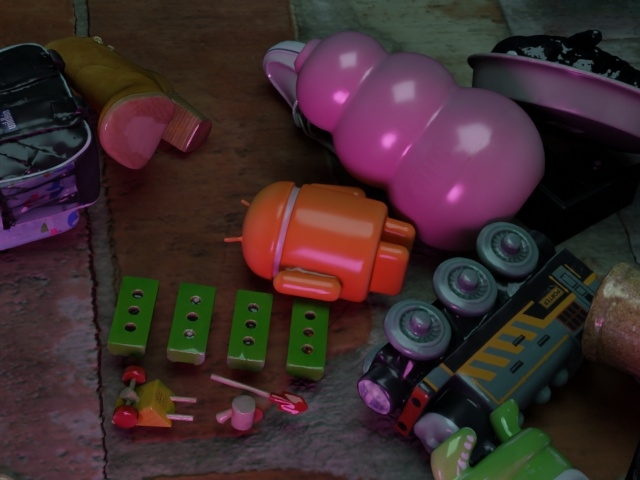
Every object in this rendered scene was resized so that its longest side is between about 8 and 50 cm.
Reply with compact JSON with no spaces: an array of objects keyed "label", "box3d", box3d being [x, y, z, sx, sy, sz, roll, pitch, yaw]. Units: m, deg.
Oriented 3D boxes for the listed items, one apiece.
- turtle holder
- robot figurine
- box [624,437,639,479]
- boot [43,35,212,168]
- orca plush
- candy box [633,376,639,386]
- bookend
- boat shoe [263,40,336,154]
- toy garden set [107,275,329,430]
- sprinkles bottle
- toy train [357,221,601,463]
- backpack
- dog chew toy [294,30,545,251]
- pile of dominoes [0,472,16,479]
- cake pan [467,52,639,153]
[{"label":"turtle holder","box3d":[0.159,0.308,1.322,0.243,0.320,0.227,-42,76,7]},{"label":"robot figurine","box3d":[0.000,-0.001,1.705,0.219,0.128,0.158,13,81,4]},{"label":"box","box3d":[0.391,0.325,1.417,0.142,0.163,0.247,4,46,-2]},{"label":"boot","box3d":[-0.276,-0.186,1.791,0.211,0.104,0.295,33,11,13]},{"label":"orca plush","box3d":[0.382,-0.243,2.012,0.287,0.102,0.151,30,49,19]},{"label":"candy box","box3d":[0.457,0.147,1.632,0.159,0.071,0.233,-19,44,-12]},{"label":"bookend","box3d":[0.314,-0.091,1.875,0.157,0.072,0.156,-25,54,-29]},{"label":"boat shoe","box3d":[0.007,-0.178,1.899,0.258,0.095,0.084,36,48,25]},{"label":"toy garden set","box3d":[-0.119,0.142,1.605,0.244,0.049,0.204,8,44,-2]},{"label":"sprinkles bottle","box3d":[0.460,0.136,1.502,0.355,0.121,0.121,22,46,26]},{"label":"toy train","box3d":[0.194,0.115,1.621,0.190,0.142,0.334,41,53,16]},{"label":"backpack","box3d":[-0.411,-0.100,1.693,0.253,0.191,0.225,-17,53,-21]},{"label":"dog chew toy","box3d":[0.111,-0.136,1.752,0.332,0.207,0.206,37,50,3]},{"label":"pile of dominoes","box3d":[-0.342,0.312,1.410,0.251,0.040,0.196,25,48,16]},{"label":"cake pan","box3d":[0.325,-0.174,1.846,0.293,0.293,0.054,17,90,8]}]
